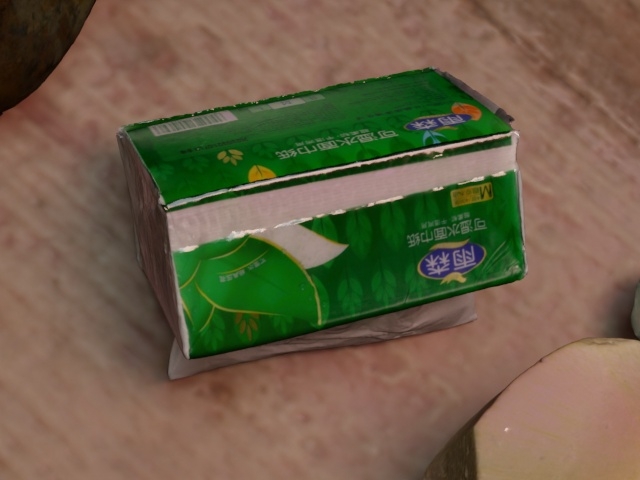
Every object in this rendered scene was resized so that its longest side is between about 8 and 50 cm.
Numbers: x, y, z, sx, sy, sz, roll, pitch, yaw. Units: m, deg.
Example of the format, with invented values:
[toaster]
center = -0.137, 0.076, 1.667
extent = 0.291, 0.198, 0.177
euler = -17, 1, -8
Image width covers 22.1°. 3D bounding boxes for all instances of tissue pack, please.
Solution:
[tissue pack]
center = 0.001, 0.001, 0.976
extent = 0.209, 0.148, 0.156
euler = -12, 111, -14

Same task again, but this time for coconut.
[coconut]
center = 0.167, 0.163, 0.886
extent = 0.237, 0.237, 0.197
euler = 40, 69, 8

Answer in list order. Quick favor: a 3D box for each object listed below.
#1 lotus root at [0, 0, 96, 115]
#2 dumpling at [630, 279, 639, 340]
[lotus root]
center = -0.198, -0.193, 1.007
extent = 0.152, 0.160, 0.275
euler = 33, 68, -6
[dumpling]
center = 0.289, 0.084, 0.997
extent = 0.153, 0.108, 0.219
euler = -42, 85, -20
